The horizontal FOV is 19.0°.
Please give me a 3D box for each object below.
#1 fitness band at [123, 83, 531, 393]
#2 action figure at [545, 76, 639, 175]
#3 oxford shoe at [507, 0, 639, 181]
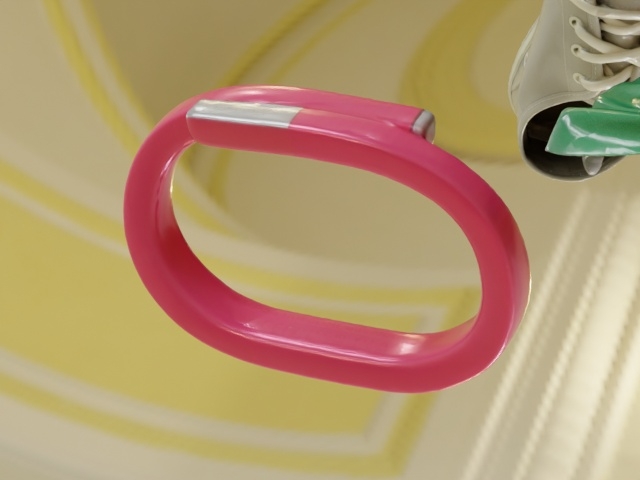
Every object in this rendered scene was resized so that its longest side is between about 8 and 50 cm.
[{"bbox_3d":[0.000,0.000,1.277,0.054,0.291,0.209,-53,-34,-47],"label":"fitness band"},{"bbox_3d":[0.276,-0.075,1.206,0.137,0.232,0.063,-40,-61,-41],"label":"action figure"},{"bbox_3d":[0.262,-0.200,1.662,0.449,0.169,0.130,104,170,-56],"label":"oxford shoe"}]
